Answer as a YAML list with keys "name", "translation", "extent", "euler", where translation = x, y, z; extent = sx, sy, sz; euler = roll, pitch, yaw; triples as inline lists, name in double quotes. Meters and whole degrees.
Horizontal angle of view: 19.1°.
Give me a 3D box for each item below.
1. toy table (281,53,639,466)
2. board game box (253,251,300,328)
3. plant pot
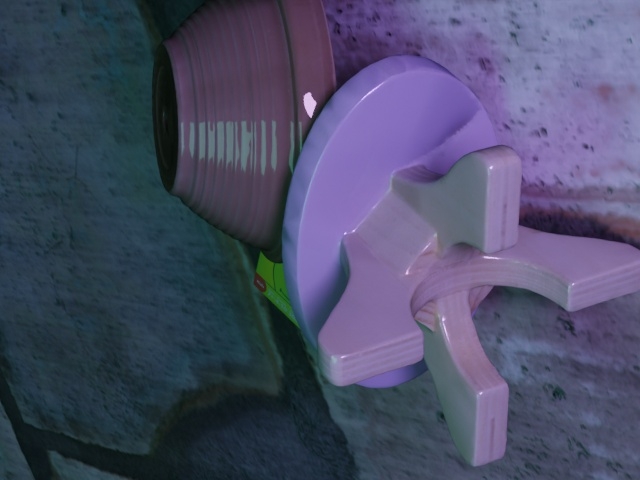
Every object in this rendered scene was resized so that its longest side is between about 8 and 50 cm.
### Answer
- name: "toy table"
  translation: [0.087, 0.021, 1.357]
  extent: [0.161, 0.252, 0.274]
  euler: [47, 157, 49]
- name: "board game box"
  translation: [0.000, 0.000, 1.608]
  extent: [0.092, 0.043, 0.181]
  euler: [43, 145, 23]
- name: "plant pot"
  translation: [-0.066, -0.097, 1.462]
  extent: [0.237, 0.110, 0.237]
  euler: [177, 90, -75]
